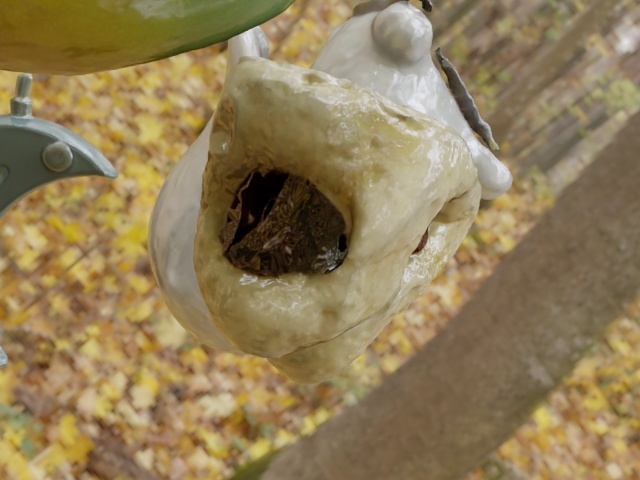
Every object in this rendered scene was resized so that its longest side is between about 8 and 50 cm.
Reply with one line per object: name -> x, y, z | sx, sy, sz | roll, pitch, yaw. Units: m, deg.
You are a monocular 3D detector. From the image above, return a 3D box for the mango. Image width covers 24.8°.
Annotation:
mango -> -0.100, -0.130, 0.689 | 0.130, 0.195, 0.092 | -72, 159, -62

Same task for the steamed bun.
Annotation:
steamed bun -> 0.000, 0.000, 0.821 | 0.141, 0.155, 0.172 | 20, -9, 21

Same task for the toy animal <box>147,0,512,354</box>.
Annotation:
toy animal -> -0.009, -0.054, 1.115 | 0.174, 0.289, 0.249 | 20, -49, 49

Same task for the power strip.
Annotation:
power strip -> -0.291, -0.024, 1.277 | 0.167, 0.253, 0.054 | 28, 10, -10
